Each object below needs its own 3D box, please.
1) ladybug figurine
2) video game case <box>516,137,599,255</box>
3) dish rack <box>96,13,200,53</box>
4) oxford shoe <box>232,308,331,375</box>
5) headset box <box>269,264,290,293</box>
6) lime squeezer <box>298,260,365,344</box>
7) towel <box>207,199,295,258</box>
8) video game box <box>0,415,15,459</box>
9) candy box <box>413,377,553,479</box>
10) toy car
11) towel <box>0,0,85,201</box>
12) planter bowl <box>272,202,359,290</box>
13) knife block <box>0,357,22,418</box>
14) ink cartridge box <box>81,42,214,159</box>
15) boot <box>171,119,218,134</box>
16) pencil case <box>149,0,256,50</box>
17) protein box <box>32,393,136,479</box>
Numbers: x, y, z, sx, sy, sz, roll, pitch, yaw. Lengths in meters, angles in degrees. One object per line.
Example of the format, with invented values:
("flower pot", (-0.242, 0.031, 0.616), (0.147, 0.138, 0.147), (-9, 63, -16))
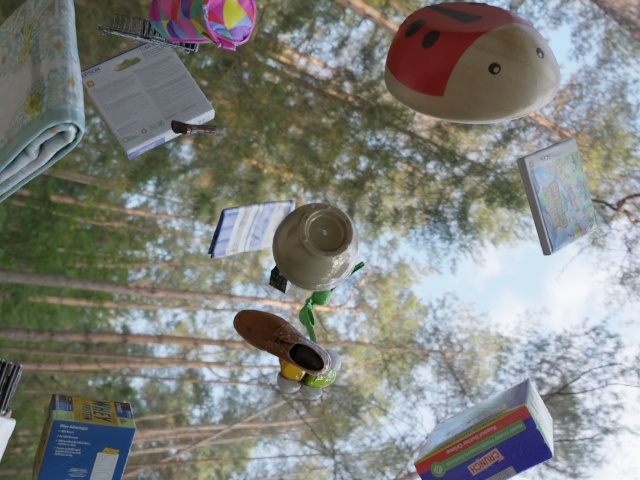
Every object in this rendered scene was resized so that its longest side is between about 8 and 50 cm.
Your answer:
("ladybug figurine", (0.286, -0.375, 1.320), (0.449, 0.305, 0.162), (46, -24, 54))
("video game case", (0.511, -0.097, 1.395), (0.023, 0.193, 0.213), (-9, -79, 55))
("dish rack", (-0.477, -0.582, 1.826), (0.208, 0.271, 0.074), (15, -77, 18))
("oxford shoe", (-0.075, 0.191, 1.253), (0.212, 0.076, 0.076), (26, -97, 7))
("headset box", (-0.124, 0.123, 2.019), (0.062, 0.032, 0.083), (29, -37, 14))
("lime squeezer", (0.007, 0.164, 1.672), (0.109, 0.059, 0.310), (-9, -139, 44))
("towel", (-0.222, -0.038, 2.148), (0.034, 0.284, 0.209), (50, -48, 32))
("video game box", (-0.361, 0.217, 0.520), (0.205, 0.048, 0.187), (1, -113, 26))
("candy box", (0.366, 0.438, 1.436), (0.268, 0.317, 0.122), (-32, -100, 15))
("toy car", (-0.042, 0.361, 1.903), (0.159, 0.182, 0.136), (-59, -153, 15))
("towel", (-0.592, -0.260, 1.237), (0.374, 0.090, 0.321), (-26, -114, 26))
("planter bowl", (0.000, 0.000, 1.165), (0.109, 0.162, 0.162), (123, -34, -69))
("knife block", (-0.653, 0.372, 1.270), (0.276, 0.242, 0.088), (63, -12, -3))
("ink cartridge box", (-0.572, -0.473, 2.150), (0.330, 0.324, 0.071), (55, -20, 12))
("boot", (-0.370, -0.332, 1.929), (0.106, 0.114, 0.037), (30, -60, 41))
("pencil case", (-0.204, -0.380, 1.109), (0.236, 0.104, 0.105), (26, -80, 50))
("protein box", (-0.585, 0.511, 1.615), (0.136, 0.199, 0.201), (30, -76, 64))
